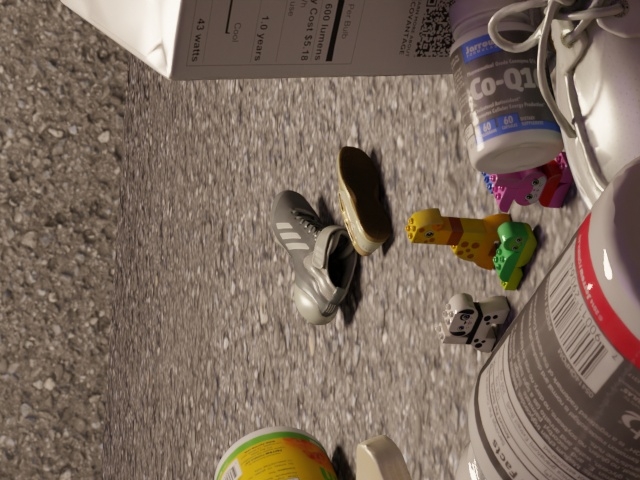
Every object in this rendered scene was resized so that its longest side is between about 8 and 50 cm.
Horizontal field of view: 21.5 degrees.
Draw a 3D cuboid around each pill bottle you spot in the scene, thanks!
[{"bbox_3d":[-0.027,0.325,1.828,0.246,0.136,0.136,-116,35,-56],"label":"pill bottle"},{"bbox_3d":[0.203,0.098,1.114,0.318,0.176,0.176,117,151,-49],"label":"pill bottle"},{"bbox_3d":[0.148,-0.130,1.367,0.078,0.078,0.137,133,130,-63],"label":"pill bottle"}]

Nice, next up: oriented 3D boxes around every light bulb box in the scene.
[{"bbox_3d":[0.000,-0.339,1.453,0.225,0.361,0.358,38,124,47],"label":"light bulb box"}]

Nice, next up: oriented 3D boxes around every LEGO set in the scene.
[{"bbox_3d":[0.133,-0.010,1.478,0.087,0.093,0.227,-106,26,-45],"label":"LEGO set"}]

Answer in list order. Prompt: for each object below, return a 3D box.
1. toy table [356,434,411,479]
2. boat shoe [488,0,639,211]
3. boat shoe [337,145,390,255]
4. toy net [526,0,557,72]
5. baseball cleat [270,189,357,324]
[{"bbox_3d":[0.080,0.300,1.392,0.161,0.252,0.274,42,127,47],"label":"toy table"},{"bbox_3d":[0.197,-0.177,1.177,0.136,0.156,0.367,-15,65,38],"label":"boat shoe"},{"bbox_3d":[0.039,-0.043,1.837,0.045,0.050,0.135,121,148,-44],"label":"boat shoe"},{"bbox_3d":[0.214,-0.132,1.351,0.232,0.045,0.122,-108,13,-54],"label":"toy net"},{"bbox_3d":[0.000,0.000,1.948,0.109,0.072,0.206,-53,39,35],"label":"baseball cleat"}]
